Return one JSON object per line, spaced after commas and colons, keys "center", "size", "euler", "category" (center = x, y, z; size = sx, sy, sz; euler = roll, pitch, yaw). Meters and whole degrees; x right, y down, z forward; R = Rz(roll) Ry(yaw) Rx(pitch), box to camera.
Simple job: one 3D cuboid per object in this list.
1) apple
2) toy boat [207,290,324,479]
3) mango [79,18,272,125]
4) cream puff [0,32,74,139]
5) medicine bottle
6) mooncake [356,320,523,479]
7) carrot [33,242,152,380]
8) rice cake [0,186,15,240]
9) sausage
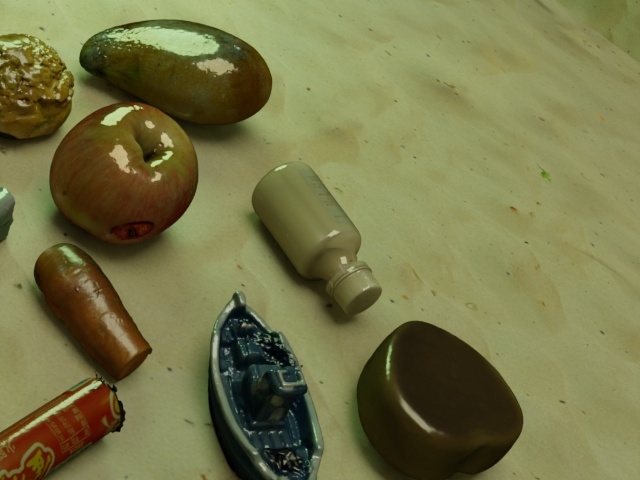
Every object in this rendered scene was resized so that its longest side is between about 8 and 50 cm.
{"center": [-0.276, -0.089, 1.584], "size": [0.209, 0.164, 0.209], "euler": [22, 47, -25], "category": "apple"}
{"center": [-0.069, 0.192, 1.423], "size": [0.129, 0.142, 0.309], "euler": [3, 46, -30], "category": "toy boat"}
{"center": [-0.236, -0.281, 1.856], "size": [0.316, 0.146, 0.193], "euler": [9, 39, -6], "category": "mango"}
{"center": [-0.451, -0.238, 1.656], "size": [0.189, 0.129, 0.189], "euler": [20, 35, -15], "category": "cream puff"}
{"center": [0.000, 0.000, 1.713], "size": [0.114, 0.114, 0.252], "euler": [-9, 52, -41], "category": "medicine bottle"}
{"center": [0.153, 0.223, 1.564], "size": [0.235, 0.117, 0.235], "euler": [20, 36, -15], "category": "mooncake"}
{"center": [-0.292, 0.086, 1.434], "size": [0.087, 0.087, 0.193], "euler": [-18, 58, -46], "category": "carrot"}
{"center": [-0.454, 0.009, 1.411], "size": [0.042, 0.080, 0.222], "euler": [30, 36, 4], "category": "rice cake"}
{"center": [-0.332, 0.239, 1.242], "size": [0.083, 0.083, 0.264], "euler": [42, 40, 13], "category": "sausage"}
